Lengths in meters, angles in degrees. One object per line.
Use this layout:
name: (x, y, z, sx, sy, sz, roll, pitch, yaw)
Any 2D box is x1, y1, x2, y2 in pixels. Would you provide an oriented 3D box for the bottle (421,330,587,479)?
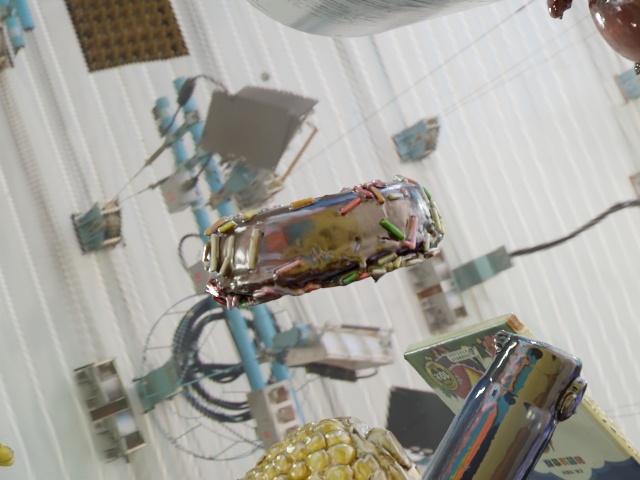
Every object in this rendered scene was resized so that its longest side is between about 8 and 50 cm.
bottle: (0.119, 0.187, 0.753, 0.082, 0.072, 0.245, 28, -89, 24)

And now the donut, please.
donut: (0.000, 0.000, 1.037, 0.269, 0.269, 0.103, -15, -89, -32)

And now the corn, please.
corn: (-0.059, 0.214, 0.555, 0.293, 0.106, 0.106, -43, -80, 6)

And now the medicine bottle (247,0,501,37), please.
medicine bottle: (0.041, -0.165, 0.369, 0.156, 0.288, 0.157, -2, -83, -13)

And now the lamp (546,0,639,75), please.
lamp: (0.399, -0.314, 1.238, 0.223, 0.215, 0.151, 42, -96, -12)

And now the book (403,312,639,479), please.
book: (0.249, 0.218, 1.067, 0.322, 0.228, 0.018, 47, -117, -5)

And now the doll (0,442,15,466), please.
doll: (-0.376, 0.315, 0.943, 0.141, 0.117, 0.296, 64, -164, -45)
